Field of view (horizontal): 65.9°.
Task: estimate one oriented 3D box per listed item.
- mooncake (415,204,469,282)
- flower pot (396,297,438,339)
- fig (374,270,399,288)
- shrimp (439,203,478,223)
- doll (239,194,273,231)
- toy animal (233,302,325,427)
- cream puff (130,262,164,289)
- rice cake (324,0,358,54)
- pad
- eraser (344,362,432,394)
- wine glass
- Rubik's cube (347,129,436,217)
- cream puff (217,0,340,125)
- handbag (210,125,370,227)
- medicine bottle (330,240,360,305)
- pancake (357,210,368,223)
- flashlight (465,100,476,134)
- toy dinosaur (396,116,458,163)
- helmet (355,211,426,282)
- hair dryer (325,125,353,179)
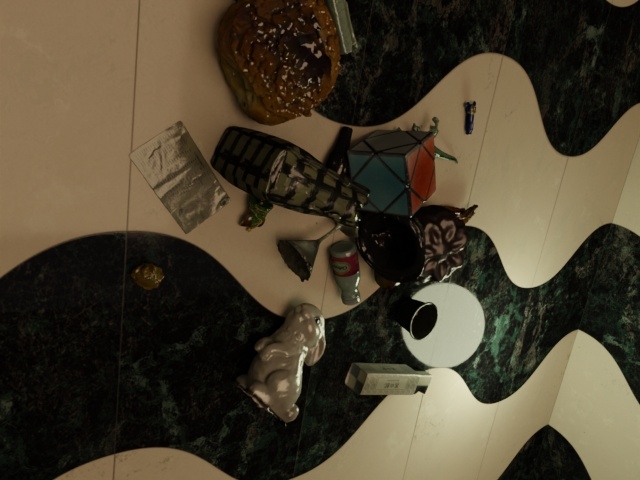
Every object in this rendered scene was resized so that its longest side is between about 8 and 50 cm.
[{"bbox_3d":[0.409,0.016,1.802,0.282,0.141,0.283,-7,112,-18],"label":"mooncake"},{"bbox_3d":[0.373,0.300,1.945,0.157,0.106,0.158,-11,111,-32],"label":"flower pot"},{"bbox_3d":[0.244,0.097,1.774,0.109,0.103,0.155,-44,130,-41],"label":"fig"},{"bbox_3d":[0.505,-0.087,1.928,0.287,0.063,0.152,-36,114,-18],"label":"shrimp"},{"bbox_3d":[-0.178,-0.069,1.411,0.078,0.076,0.113,0,108,-46],"label":"doll"},{"bbox_3d":[-0.099,0.378,1.587,0.357,0.193,0.258,-51,120,-20],"label":"toy animal"},{"bbox_3d":[-0.451,0.089,1.287,0.083,0.083,0.058,11,56,-28],"label":"cream puff"},{"bbox_3d":[0.028,-0.675,1.336,0.063,0.066,0.337,-39,127,-29],"label":"rice cake"},{"bbox_3d":[-0.357,-0.158,1.288,0.159,0.009,0.265,-40,126,-17],"label":"pad"},{"bbox_3d":[0.281,0.560,1.985,0.403,0.096,0.098,14,98,-39],"label":"eraser"},{"bbox_3d":[0.000,0.000,1.532,0.232,0.156,0.156,-36,125,-25],"label":"wine glass"},{"bbox_3d":[0.226,-0.215,1.535,0.207,0.204,0.205,-42,131,-42],"label":"Rubik's cube"},{"bbox_3d":[-0.091,-0.455,1.228,0.326,0.231,0.343,2,106,-40],"label":"cream puff"},{"bbox_3d":[-0.075,-0.160,1.290,0.326,0.325,0.163,23,95,-40],"label":"handbag"},{"bbox_3d":[0.090,0.114,1.672,0.090,0.090,0.217,-26,121,-26],"label":"medicine bottle"},{"bbox_3d":[0.162,-0.081,1.701,0.114,0.011,0.115,-16,118,-31],"label":"pancake"},{"bbox_3d":[0.558,-0.454,1.833,0.057,0.035,0.121,-17,116,-32],"label":"flashlight"},{"bbox_3d":[0.404,-0.361,1.735,0.382,0.076,0.130,8,109,-35],"label":"toy dinosaur"},{"bbox_3d":[0.251,-0.009,1.655,0.279,0.230,0.160,61,34,-21],"label":"helmet"},{"bbox_3d":[0.104,-0.237,1.578,0.219,0.075,0.196,20,86,-50],"label":"hair dryer"}]
